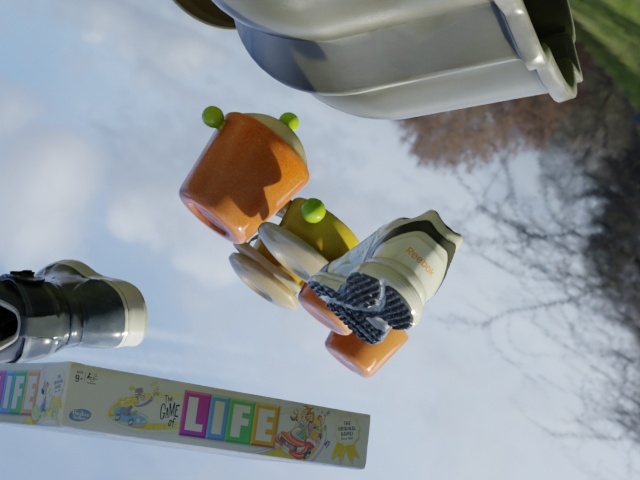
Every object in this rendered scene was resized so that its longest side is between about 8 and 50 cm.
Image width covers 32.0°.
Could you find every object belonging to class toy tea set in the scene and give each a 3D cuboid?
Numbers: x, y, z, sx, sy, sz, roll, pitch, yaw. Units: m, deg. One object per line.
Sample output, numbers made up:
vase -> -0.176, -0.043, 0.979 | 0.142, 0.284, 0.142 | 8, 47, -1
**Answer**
toy tea set -> 0.000, 0.000, 1.048 | 0.200, 0.124, 0.336 | 31, 165, 25

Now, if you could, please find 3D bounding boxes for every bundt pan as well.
bundt pan -> 0.003, -0.200, 0.487 | 0.331, 0.124, 0.331 | -17, -90, -70

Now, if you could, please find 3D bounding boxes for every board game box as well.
board game box -> -0.069, 0.081, 0.512 | 0.154, 0.026, 0.103 | 16, 165, -36

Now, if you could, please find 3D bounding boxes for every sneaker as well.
sneaker -> -0.289, 0.067, 1.068 | 0.163, 0.086, 0.226 | -6, -176, -36
sneaker -> 0.028, 0.015, 0.463 | 0.040, 0.044, 0.109 | 43, 164, -9

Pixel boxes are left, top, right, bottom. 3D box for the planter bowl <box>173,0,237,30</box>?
planter bowl -> -0.047, -0.256, 0.922 | 0.162, 0.162, 0.109 | 32, -159, 15
